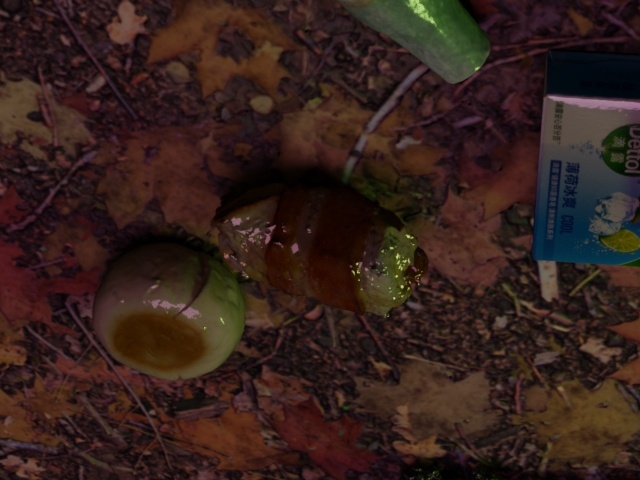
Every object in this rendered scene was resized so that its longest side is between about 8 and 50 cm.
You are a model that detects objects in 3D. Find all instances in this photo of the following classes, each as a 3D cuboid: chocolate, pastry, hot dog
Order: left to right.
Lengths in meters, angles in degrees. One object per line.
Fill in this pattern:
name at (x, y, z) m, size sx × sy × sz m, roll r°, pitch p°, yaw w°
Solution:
pastry at (-0.154, 0.073, 1.725) m, size 0.156 × 0.092 × 0.156 m, roll 8°, pitch 133°, yaw 9°
hot dog at (0.000, 0.000, 1.625) m, size 0.213 × 0.103 × 0.146 m, roll 20°, pitch 155°, yaw 5°
chocolate at (0.033, -0.241, 1.395) m, size 0.110 × 0.110 × 0.291 m, roll -28°, pitch 124°, yaw 32°

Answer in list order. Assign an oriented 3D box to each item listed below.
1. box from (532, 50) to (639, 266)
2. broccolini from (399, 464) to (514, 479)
box at (0.265, -0.070, 1.518) m, size 0.139 × 0.073 × 0.194 m, roll 4°, pitch 132°, yaw 7°
broccolini at (0.274, 0.273, 1.856) m, size 0.392 × 0.079 × 0.074 m, roll -6°, pitch 120°, yaw 7°
